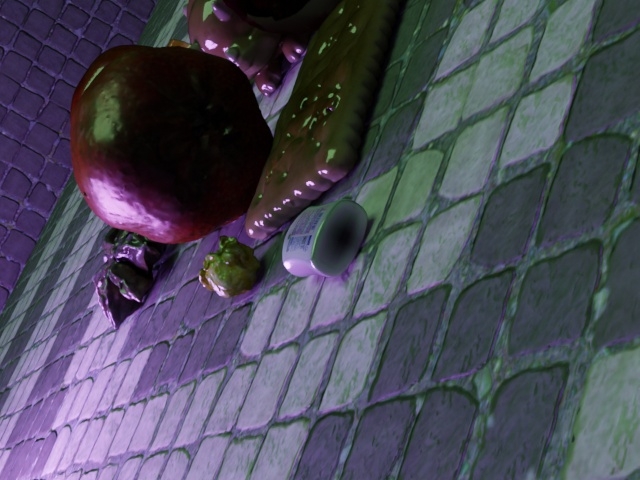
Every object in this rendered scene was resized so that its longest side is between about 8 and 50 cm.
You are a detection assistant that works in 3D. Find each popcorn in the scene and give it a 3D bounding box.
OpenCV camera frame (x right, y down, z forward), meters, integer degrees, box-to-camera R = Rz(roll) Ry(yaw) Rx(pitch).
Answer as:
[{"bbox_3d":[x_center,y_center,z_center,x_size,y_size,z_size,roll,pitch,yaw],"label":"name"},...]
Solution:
[{"bbox_3d":[-0.101,0.035,1.229,0.083,0.059,0.068,-51,19,52],"label":"popcorn"}]

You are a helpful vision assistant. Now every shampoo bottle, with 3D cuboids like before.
[{"bbox_3d":[0.000,0.000,1.035,0.072,0.043,0.099,-64,18,-12],"label":"shampoo bottle"}]

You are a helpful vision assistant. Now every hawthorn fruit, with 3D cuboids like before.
[{"bbox_3d":[-0.199,-0.103,1.410,0.300,0.254,0.254,-34,32,59],"label":"hawthorn fruit"}]

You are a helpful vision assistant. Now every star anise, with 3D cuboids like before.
[{"bbox_3d":[-0.280,0.019,1.680,0.209,0.089,0.231,-58,22,7],"label":"star anise"}]

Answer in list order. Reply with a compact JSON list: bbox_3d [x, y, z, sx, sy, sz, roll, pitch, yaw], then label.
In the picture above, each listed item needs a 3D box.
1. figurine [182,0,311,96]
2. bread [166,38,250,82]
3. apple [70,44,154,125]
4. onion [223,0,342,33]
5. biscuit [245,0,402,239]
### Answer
[{"bbox_3d":[-0.106,-0.329,1.604,0.177,0.173,0.247,-36,31,53],"label":"figurine"},{"bbox_3d":[-0.203,-0.237,1.791,0.169,0.140,0.160,-55,25,17],"label":"bread"},{"bbox_3d":[-0.318,-0.229,1.973,0.230,0.230,0.230,-51,21,27],"label":"apple"},{"bbox_3d":[-0.029,-0.404,1.441,0.272,0.272,0.195,-49,-6,31],"label":"onion"},{"bbox_3d":[0.006,-0.164,1.269,0.217,0.044,0.325,-34,32,52],"label":"biscuit"}]
